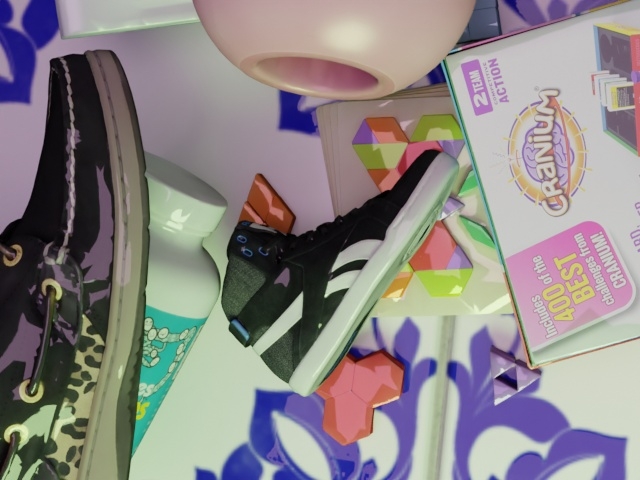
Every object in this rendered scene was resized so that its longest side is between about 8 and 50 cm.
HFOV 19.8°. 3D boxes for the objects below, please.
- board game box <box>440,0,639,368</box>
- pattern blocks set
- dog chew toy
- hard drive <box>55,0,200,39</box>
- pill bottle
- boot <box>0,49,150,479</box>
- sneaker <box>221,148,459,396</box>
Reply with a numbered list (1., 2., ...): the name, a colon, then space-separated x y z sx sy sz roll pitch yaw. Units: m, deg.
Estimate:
1. board game box: 0.269 -0.066 1.324 0.316 0.064 0.242 -16 91 8
2. pattern blocks set: 0.076 -0.026 1.405 0.285 0.026 0.325 -18 91 13
3. dog chew toy: 0.021 -0.272 1.290 0.206 0.206 0.332 6 80 12
4. hard drive: -0.113 -0.322 1.373 0.210 0.040 0.319 -9 93 -13
5. pill bottle: -0.171 0.065 1.405 0.146 0.146 0.264 30 100 8
6. boot: -0.266 0.053 1.234 0.284 0.138 0.377 3 100 -13
7. sneaker: 0.000 0.000 1.369 0.121 0.079 0.217 36 105 10
